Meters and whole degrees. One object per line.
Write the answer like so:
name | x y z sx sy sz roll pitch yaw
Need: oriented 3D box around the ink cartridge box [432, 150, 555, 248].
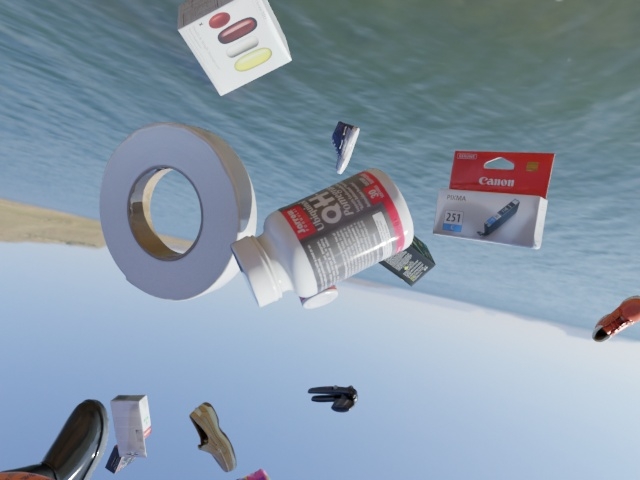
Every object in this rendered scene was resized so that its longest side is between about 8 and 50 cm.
ink cartridge box | 0.475 -0.125 1.417 0.296 0.261 0.066 10 -178 40

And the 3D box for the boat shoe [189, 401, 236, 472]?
boat shoe | -0.282 0.514 1.292 0.068 0.190 0.072 -28 179 40

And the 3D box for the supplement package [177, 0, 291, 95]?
supplement package | -0.208 -0.506 1.237 0.203 0.149 0.194 -24 136 10

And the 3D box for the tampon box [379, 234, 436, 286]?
tampon box | 0.235 0.032 1.485 0.161 0.101 0.120 35 -158 -22

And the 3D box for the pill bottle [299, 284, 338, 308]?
pill bottle | -0.036 0.096 1.633 0.124 0.222 0.124 -18 156 -9

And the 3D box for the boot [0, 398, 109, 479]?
boot | -0.821 0.636 1.394 0.146 0.367 0.445 11 171 23

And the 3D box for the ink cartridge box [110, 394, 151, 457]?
ink cartridge box | -0.359 0.354 0.967 0.062 0.115 0.029 -4 -171 12

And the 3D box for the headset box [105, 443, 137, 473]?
headset box | -0.467 0.507 1.201 0.032 0.062 0.083 27 -172 12

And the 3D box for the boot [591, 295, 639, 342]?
boot | 0.740 0.199 1.252 0.084 0.158 0.059 -23 -117 -38

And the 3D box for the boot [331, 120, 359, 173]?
boot | 0.078 -0.357 1.945 0.086 0.190 0.069 24 -165 12

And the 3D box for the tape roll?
tape roll | -0.323 -0.061 1.117 0.391 0.392 0.072 11 -169 22

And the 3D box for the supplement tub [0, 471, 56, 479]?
supplement tub | -0.481 0.525 0.706 0.207 0.338 0.207 23 175 2

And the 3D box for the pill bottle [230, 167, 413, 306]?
pill bottle | 0.000 0.000 0.965 0.318 0.176 0.176 -26 -174 -13

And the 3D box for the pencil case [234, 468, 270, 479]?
pencil case | -0.199 0.540 0.991 0.236 0.105 0.104 -22 -177 -10

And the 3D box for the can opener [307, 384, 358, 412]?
can opener | 0.030 0.421 1.382 0.073 0.059 0.186 -18 -173 -41
